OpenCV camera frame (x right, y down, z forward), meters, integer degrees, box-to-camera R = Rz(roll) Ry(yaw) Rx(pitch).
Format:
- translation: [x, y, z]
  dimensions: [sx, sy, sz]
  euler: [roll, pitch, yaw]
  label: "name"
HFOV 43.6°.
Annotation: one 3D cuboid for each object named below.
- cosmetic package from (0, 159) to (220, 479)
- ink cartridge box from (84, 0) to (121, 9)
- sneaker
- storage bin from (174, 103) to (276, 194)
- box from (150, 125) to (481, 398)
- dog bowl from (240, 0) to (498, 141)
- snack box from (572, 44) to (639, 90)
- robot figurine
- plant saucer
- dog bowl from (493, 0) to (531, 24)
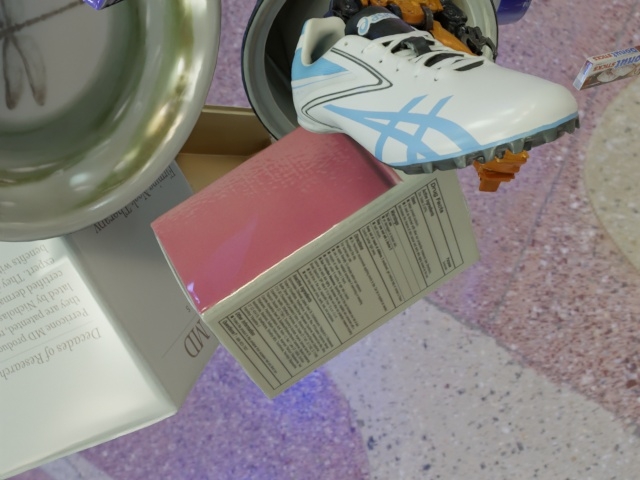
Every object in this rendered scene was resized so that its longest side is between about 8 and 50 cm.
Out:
- translation: [-0.354, 0.031, 1.047]
  dimensions: [0.327, 0.329, 0.394]
  euler: [-24, 105, 20]
  label: "cosmetic package"
- translation: [-0.101, -0.258, 0.559]
  dimensions: [0.045, 0.208, 0.206]
  euler: [44, 129, -2]
  label: "ink cartridge box"
- translation: [0.051, -0.094, 0.479]
  dimensions: [0.237, 0.085, 0.086]
  euler: [25, 131, 55]
  label: "sneaker"
- translation: [-0.166, -0.099, 1.377]
  dimensions: [0.123, 0.260, 0.262]
  euler: [-61, 39, 45]
  label: "storage bin"
- translation: [0.000, 0.000, 0.690]
  dimensions: [0.232, 0.149, 0.127]
  euler: [-33, 49, -5]
  label: "box"
- translation: [0.071, -0.325, 1.305]
  dimensions: [0.408, 0.408, 0.150]
  euler: [-46, 33, 27]
  label: "dog bowl"
- translation: [0.562, -0.333, 1.534]
  dimensions: [0.022, 0.178, 0.064]
  euler: [53, 146, 30]
  label: "snack box"
- translation: [0.113, -0.187, 0.925]
  dimensions: [0.085, 0.211, 0.291]
  euler: [117, 143, -48]
  label: "robot figurine"
- translation: [-0.271, -0.201, 0.753]
  dimensions: [0.100, 0.400, 0.400]
  euler: [26, 103, 35]
  label: "plant saucer"
- translation: [0.364, -0.595, 1.721]
  dimensions: [0.265, 0.104, 0.265]
  euler: [173, 90, -80]
  label: "dog bowl"
